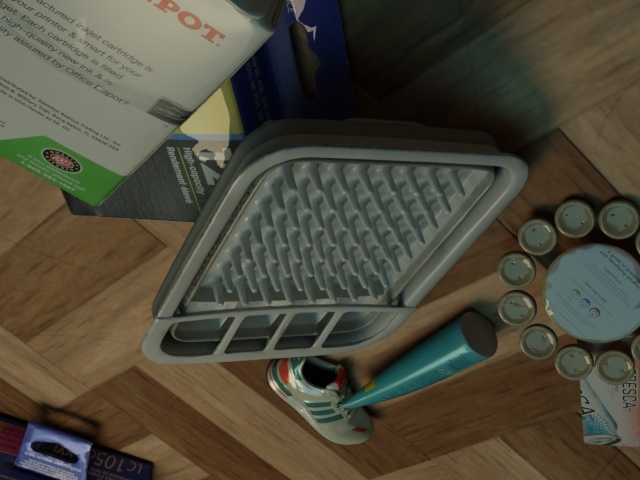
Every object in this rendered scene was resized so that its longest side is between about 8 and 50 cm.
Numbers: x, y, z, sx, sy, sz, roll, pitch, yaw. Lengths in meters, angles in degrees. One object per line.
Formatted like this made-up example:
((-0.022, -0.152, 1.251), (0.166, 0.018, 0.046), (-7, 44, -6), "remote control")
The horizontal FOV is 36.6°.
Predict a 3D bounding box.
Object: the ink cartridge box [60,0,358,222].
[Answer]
((-0.129, -0.143, 0.861), (0.307, 0.072, 0.304), (4, 132, 20), "ink cartridge box")

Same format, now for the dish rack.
((0.000, 0.000, 0.888), (0.285, 0.072, 0.333), (1, 145, -30), "dish rack")

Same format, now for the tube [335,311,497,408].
((0.107, 0.146, 1.076), (0.080, 0.052, 0.207), (4, 149, -40), "tube")

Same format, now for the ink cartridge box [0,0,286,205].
((-0.172, -0.169, 0.675), (0.211, 0.122, 0.289), (32, 144, -22), "ink cartridge box")

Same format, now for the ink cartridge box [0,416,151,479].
((-0.409, 0.425, 1.473), (0.270, 0.151, 0.395), (18, 138, 1), "ink cartridge box")

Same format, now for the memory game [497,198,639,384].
((0.255, 0.048, 0.903), (0.186, 0.012, 0.186), (6, 109, 18), "memory game")

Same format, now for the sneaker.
((0.014, 0.186, 1.148), (0.161, 0.057, 0.075), (41, 138, -17), "sneaker")

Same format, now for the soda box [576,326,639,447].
((0.299, 0.135, 0.994), (0.063, 0.058, 0.183), (0, 133, 19), "soda box")
